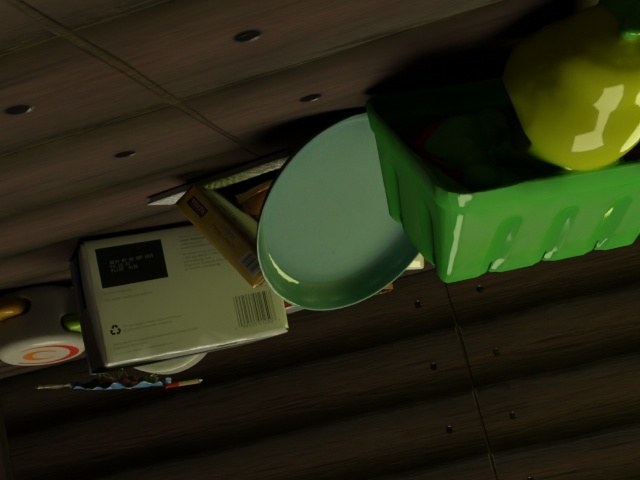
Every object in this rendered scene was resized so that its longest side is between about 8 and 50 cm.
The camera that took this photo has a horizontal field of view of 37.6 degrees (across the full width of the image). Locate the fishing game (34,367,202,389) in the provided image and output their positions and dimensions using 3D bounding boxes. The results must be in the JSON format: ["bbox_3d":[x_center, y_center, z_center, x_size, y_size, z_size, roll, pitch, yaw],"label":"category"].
[{"bbox_3d":[-0.357,0.250,1.696,0.264,0.041,0.189,-4,174,19],"label":"fishing game"}]

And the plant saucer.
[{"bbox_3d":[0.042,-0.045,1.336,0.318,0.317,0.044,-8,-146,-31],"label":"plant saucer"}]

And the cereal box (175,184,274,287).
[{"bbox_3d":[-0.119,-0.004,1.460,0.047,0.173,0.240,-45,172,5],"label":"cereal box"}]

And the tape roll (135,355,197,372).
[{"bbox_3d":[-0.341,0.163,2.020,0.246,0.246,0.169,-13,171,-6],"label":"tape roll"}]

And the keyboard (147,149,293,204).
[{"bbox_3d":[-0.141,-0.092,1.432,0.256,0.014,0.072,-17,171,22],"label":"keyboard"}]

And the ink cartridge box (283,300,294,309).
[{"bbox_3d":[-0.080,0.064,2.012,0.072,0.175,0.127,-19,171,16],"label":"ink cartridge box"}]

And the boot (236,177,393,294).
[{"bbox_3d":[0.000,0.000,1.551,0.109,0.220,0.283,-21,169,42],"label":"boot"}]

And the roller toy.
[{"bbox_3d":[-0.610,0.179,2.037,0.209,0.146,0.191,-3,159,-25],"label":"roller toy"}]

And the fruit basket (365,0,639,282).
[{"bbox_3d":[0.269,-0.149,1.132,0.392,0.283,0.392,-14,129,-17],"label":"fruit basket"}]

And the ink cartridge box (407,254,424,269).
[{"bbox_3d":[0.029,0.010,1.836,0.207,0.117,0.283,0,175,-40],"label":"ink cartridge box"}]

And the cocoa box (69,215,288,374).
[{"bbox_3d":[-0.273,0.104,1.772,0.347,0.231,0.228,-9,172,-23],"label":"cocoa box"}]
